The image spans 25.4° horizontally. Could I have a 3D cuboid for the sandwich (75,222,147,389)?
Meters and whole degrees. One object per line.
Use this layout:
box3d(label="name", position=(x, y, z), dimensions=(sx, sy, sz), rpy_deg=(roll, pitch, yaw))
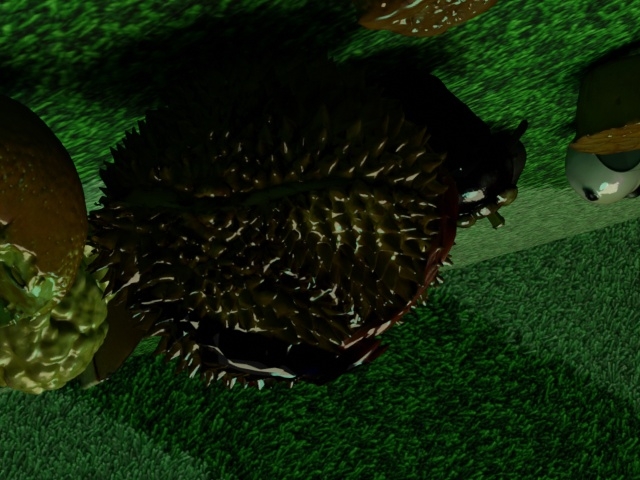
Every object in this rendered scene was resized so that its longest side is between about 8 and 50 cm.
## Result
box3d(label="sandwich", position=(-0.274, 0.082, 1.952), dimensions=(0.186, 0.220, 0.108), rpy_deg=(-11, 168, -35))

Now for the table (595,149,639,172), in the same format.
box3d(label="table", position=(0.531, -0.179, 2.164), dimensions=(0.220, 0.126, 0.126), rpy_deg=(-11, 169, -34))

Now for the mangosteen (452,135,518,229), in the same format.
box3d(label="mangosteen", position=(0.227, -0.083, 2.103), dimensions=(0.137, 0.151, 0.137), rpy_deg=(-30, -176, 2))

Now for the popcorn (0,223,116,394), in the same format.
box3d(label="popcorn", position=(-0.357, 0.057, 1.723), dimensions=(0.212, 0.259, 0.259), rpy_deg=(-30, 176, -19))

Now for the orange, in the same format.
box3d(label="orange", position=(-0.300, -0.044, 1.234), dimensions=(0.179, 0.158, 0.237), rpy_deg=(10, 150, 43))

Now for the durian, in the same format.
box3d(label="durian", position=(-0.041, -0.018, 1.387), dimensions=(0.348, 0.347, 0.384), rpy_deg=(-19, 167, 13))

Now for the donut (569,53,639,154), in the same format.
box3d(label="donut", position=(0.474, -0.189, 1.923), dimensions=(0.278, 0.108, 0.277), rpy_deg=(-4, 175, 0))

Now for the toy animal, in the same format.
box3d(label="toy animal", position=(0.473, -0.140, 2.294), dimensions=(0.179, 0.166, 0.138), rpy_deg=(-12, -156, -39))

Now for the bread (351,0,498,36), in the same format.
box3d(label="bread", position=(0.143, -0.251, 1.142), dimensions=(0.271, 0.077, 0.139), rpy_deg=(-26, 164, 38))

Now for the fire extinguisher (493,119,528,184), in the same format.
box3d(label="fire extinguisher", position=(0.290, -0.127, 2.242), dimensions=(0.089, 0.072, 0.267), rpy_deg=(-52, 172, -5))

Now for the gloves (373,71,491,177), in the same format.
box3d(label="gloves", position=(0.108, -0.118, 1.669), dimensions=(0.197, 0.152, 0.301), rpy_deg=(-9, 170, -5))
